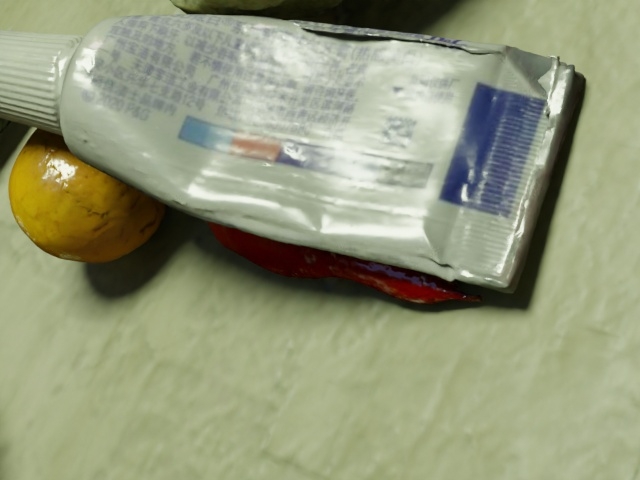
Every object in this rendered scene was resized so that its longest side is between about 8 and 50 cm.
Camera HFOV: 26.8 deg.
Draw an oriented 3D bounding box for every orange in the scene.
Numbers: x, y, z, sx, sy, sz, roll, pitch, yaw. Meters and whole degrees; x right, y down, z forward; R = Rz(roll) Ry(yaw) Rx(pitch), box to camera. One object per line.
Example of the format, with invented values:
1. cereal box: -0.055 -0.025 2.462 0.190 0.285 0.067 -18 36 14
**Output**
1. orange: -0.117 -0.027 0.685 0.070 0.083 0.083 121 147 -46

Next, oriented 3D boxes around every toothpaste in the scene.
1. toothpaste: -0.032 -0.056 0.604 0.282 0.068 0.099 12 98 20

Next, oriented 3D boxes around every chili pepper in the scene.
1. chili pepper: 0.000 0.000 0.609 0.178 0.027 0.045 26 83 41

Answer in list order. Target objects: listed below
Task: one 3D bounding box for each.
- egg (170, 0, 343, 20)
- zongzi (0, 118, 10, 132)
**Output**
1. egg: -0.018 -0.186 0.639 0.201 0.164 0.164 -15 57 25
2. zongzi: -0.299 -0.045 0.845 0.242 0.112 0.221 -35 15 -22
